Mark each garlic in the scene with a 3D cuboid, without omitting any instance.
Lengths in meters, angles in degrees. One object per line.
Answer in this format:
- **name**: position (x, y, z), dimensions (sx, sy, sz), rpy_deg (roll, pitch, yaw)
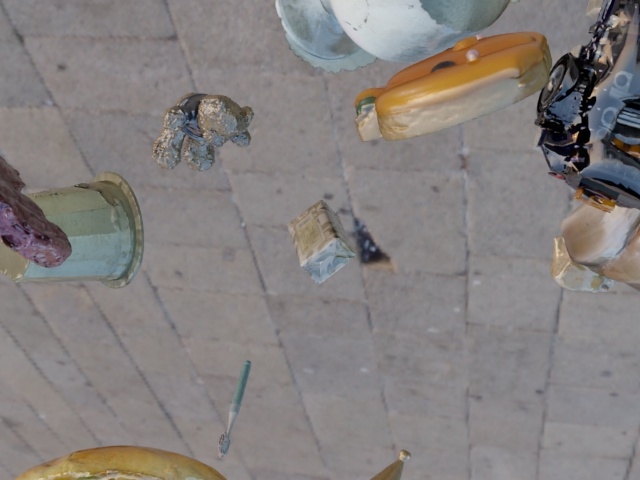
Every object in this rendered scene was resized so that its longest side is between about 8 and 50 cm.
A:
- **garlic**: position (0.531, 0.016, 1.516), dimensions (0.279, 0.132, 0.325), rpy_deg (20, 160, -19)

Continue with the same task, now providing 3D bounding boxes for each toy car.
- **toy car**: position (0.322, -0.175, 0.942), dimensions (0.193, 0.301, 0.118), rpy_deg (22, 177, -5)

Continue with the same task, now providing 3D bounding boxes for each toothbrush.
- **toothbrush**: position (-0.090, 0.173, 1.011), dimensions (0.011, 0.167, 0.014), rpy_deg (-2, 115, 7)

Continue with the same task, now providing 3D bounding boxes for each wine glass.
- **wine glass**: position (0.096, -0.342, 1.267), dimensions (0.238, 0.238, 0.323), rpy_deg (34, 170, -29)

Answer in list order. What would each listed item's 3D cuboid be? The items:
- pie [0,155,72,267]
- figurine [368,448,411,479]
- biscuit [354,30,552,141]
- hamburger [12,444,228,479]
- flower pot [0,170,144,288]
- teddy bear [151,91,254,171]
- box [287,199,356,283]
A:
- **pie**: position (-0.397, -0.057, 1.168), dimensions (0.219, 0.054, 0.204), rpy_deg (47, 177, 30)
- **figurine**: position (-0.003, 0.429, 1.228), dimensions (0.166, 0.387, 0.207), rpy_deg (32, 171, 14)
- **biscuit**: position (0.101, -0.129, 0.756), dimensions (0.170, 0.170, 0.050), rpy_deg (-12, 107, 33)
- **hamburger**: position (-0.204, 0.270, 0.893), dimensions (0.282, 0.144, 0.157), rpy_deg (-15, 109, 5)
- **flower pot**: position (-0.443, -0.016, 1.649), dimensions (0.202, 0.212, 0.212), rpy_deg (-2, 163, -43)
- **teddy bear**: position (-0.232, -0.223, 1.824), dimensions (0.181, 0.129, 0.251), rpy_deg (-5, 169, -40)
- **box**: position (0.000, 0.000, 1.153), dimensions (0.062, 0.098, 0.045), rpy_deg (-36, 125, 13)
